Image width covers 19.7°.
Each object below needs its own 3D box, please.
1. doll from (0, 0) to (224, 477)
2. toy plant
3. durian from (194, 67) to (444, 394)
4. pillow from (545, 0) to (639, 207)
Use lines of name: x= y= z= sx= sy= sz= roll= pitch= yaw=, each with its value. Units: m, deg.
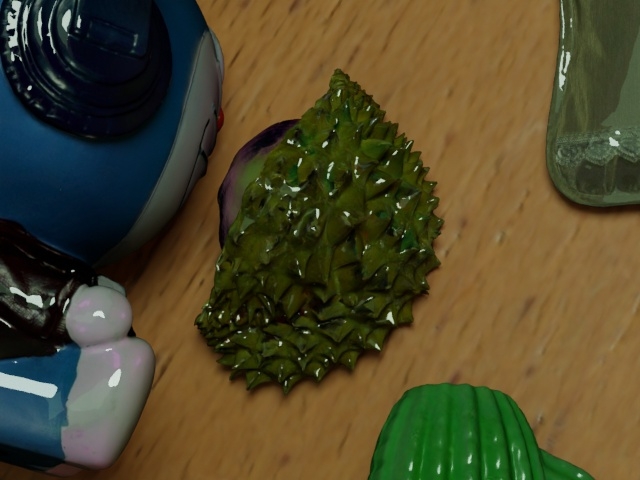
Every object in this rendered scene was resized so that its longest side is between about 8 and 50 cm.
doll: x=-0.170 y=-0.044 z=0.992 sx=0.240 sy=0.284 sz=0.309 roll=18 pitch=77 yaw=-25
toy plant: x=0.056 y=0.187 z=0.935 sx=0.155 sy=0.088 sz=0.240 roll=32 pitch=66 yaw=-7
durian: x=-0.002 y=-0.001 z=1.004 sx=0.119 sy=0.108 sz=0.186 roll=30 pitch=88 yaw=19
pillow: x=0.187 y=-0.126 z=1.017 sx=0.130 sy=0.033 sz=0.217 roll=-2 pitch=79 yaw=16
